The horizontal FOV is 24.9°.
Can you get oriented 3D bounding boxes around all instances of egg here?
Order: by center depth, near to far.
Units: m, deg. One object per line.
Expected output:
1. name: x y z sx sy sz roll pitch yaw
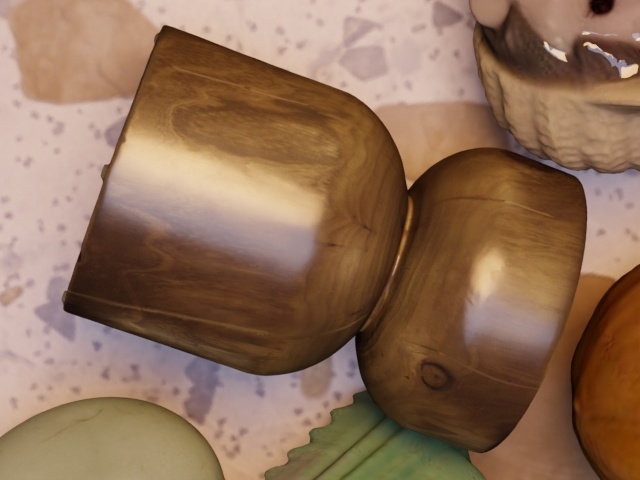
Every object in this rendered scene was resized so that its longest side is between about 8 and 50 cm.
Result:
1. egg: -0.148 0.177 0.889 0.192 0.149 0.149 -31 100 11

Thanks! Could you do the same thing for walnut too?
1. walnut: 0.292 0.073 0.888 0.298 0.203 0.203 -18 101 -19

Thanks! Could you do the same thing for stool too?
1. stool: 0.000 0.000 0.857 0.264 0.179 0.179 20 97 -7

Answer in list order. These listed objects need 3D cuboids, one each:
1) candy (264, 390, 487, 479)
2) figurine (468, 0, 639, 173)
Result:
1. candy: 0.026 0.320 0.885 0.172 0.263 0.398 9 108 36
2. figurine: 0.152 -0.198 0.826 0.185 0.204 0.332 -24 97 -5
